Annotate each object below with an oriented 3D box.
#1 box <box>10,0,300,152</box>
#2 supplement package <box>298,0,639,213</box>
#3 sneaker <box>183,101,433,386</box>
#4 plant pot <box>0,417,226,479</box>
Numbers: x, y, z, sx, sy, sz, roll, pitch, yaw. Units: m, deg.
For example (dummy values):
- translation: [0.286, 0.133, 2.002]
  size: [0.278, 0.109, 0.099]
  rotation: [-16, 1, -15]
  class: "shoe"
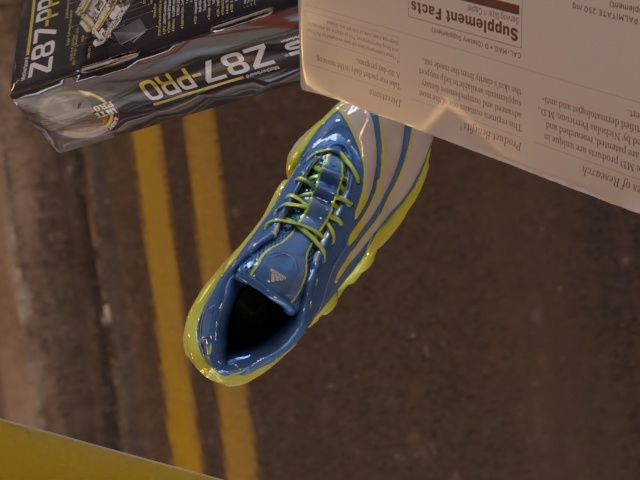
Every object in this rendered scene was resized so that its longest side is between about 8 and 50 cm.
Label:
- translation: [-0.100, -0.289, 1.308]
  size: [0.097, 0.318, 0.395]
  rotation: [57, -156, -50]
  class: "box"
- translation: [0.142, -0.123, 0.663]
  size: [0.262, 0.204, 0.145]
  rotation: [28, 125, 51]
  class: "supplement package"
- translation: [0.000, 0.000, 0.970]
  size: [0.240, 0.091, 0.126]
  rotation: [-56, 7, 2]
  class: "sneaker"
- translation: [-0.104, 0.192, 0.416]
  size: [0.212, 0.212, 0.187]
  rotation: [-50, 36, 29]
  class: "plant pot"
